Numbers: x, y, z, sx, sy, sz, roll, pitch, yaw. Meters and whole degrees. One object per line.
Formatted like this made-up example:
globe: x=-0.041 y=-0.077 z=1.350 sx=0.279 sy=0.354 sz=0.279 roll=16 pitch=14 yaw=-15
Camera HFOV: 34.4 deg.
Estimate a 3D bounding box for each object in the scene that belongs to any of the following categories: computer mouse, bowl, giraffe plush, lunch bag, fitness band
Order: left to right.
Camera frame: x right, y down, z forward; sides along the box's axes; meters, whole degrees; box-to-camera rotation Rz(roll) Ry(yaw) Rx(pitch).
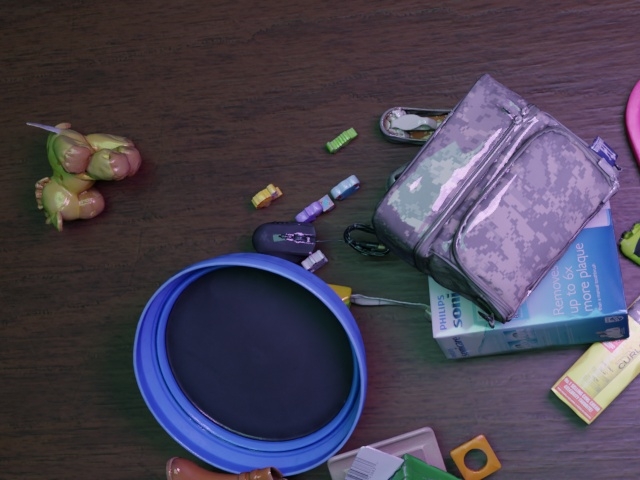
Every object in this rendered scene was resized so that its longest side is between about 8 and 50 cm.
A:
giraffe plush: x=-0.442 y=-0.106 z=1.865 sx=0.210 sy=0.181 sz=0.171 roll=16 pitch=106 yaw=5
bowl: x=-0.111 y=0.201 z=1.683 sx=0.391 sy=0.077 sz=0.391 roll=5 pitch=112 yaw=13
computer mouse: x=0.000 y=0.000 z=1.741 sx=0.242 sy=0.041 sz=0.071 roll=0 pitch=77 yaw=11
lunch bag: x=0.261 y=-0.056 z=1.529 sx=0.256 sy=0.212 sz=0.305 roll=38 pitch=83 yaw=11
fitness band: x=0.616 y=-0.159 z=1.674 sx=0.209 sy=0.054 sz=0.291 roll=-21 pitch=76 yaw=9

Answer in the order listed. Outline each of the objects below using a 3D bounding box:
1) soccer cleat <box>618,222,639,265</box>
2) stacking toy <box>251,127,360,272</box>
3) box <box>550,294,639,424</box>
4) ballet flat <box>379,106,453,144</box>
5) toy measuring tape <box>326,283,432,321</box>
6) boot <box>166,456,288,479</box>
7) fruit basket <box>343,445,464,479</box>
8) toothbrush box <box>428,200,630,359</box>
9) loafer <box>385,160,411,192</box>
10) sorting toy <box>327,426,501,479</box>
soccer cleat: x=0.550 y=-0.026 z=1.633 sx=0.072 sy=0.060 sz=0.179 roll=42 pitch=132 yaw=4
stacking toy: x=0.013 y=-0.070 z=1.798 sx=0.221 sy=0.052 sz=0.167 roll=-37 pitch=75 yaw=4
box: x=0.475 y=0.182 z=1.645 sx=0.232 sy=0.058 sz=0.087 roll=-46 pitch=74 yaw=2
ballet flat: x=0.204 y=-0.192 z=1.766 sx=0.213 sy=0.068 sz=0.072 roll=3 pitch=82 yaw=13
toy measuring tape: x=0.029 y=0.138 z=1.733 sx=0.330 sy=0.121 sz=0.121 roll=8 pitch=83 yaw=6
boot: x=-0.142 y=0.396 z=1.687 sx=0.152 sy=0.197 sz=0.073 roll=-26 pitch=37 yaw=30
fruit basket: x=0.138 y=0.522 z=1.609 sx=0.327 sy=0.165 sz=0.353 roll=25 pitch=110 yaw=-1
toothbrush box: x=0.323 y=0.055 z=1.638 sx=0.295 sy=0.126 sz=0.216 roll=-8 pitch=64 yaw=16
loafer: x=0.267 y=-0.101 z=1.704 sx=0.319 sy=0.111 sz=0.112 roll=-10 pitch=74 yaw=3
sorting toy: x=0.125 y=0.414 z=1.679 sx=0.347 sy=0.047 sz=0.196 roll=-18 pitch=94 yaw=2
